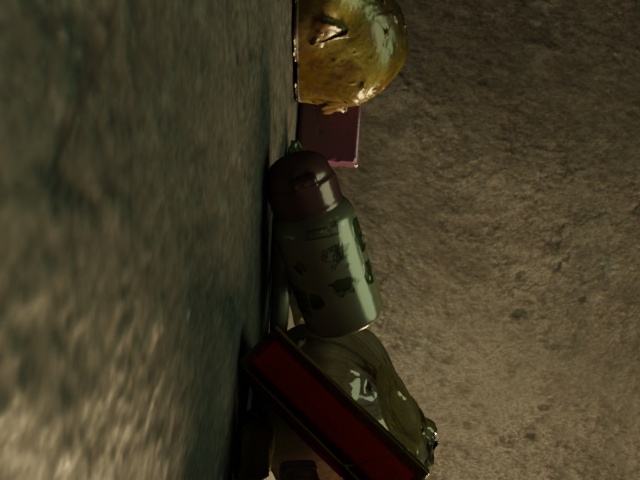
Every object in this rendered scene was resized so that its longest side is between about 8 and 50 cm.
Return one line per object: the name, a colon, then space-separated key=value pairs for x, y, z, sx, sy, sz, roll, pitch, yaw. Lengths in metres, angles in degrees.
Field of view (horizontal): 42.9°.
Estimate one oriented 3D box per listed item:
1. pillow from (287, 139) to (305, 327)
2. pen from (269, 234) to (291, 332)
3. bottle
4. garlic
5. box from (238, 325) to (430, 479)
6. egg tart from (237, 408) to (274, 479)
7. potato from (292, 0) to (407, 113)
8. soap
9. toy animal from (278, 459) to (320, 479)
pillow: x=-0.022 y=0.021 z=1.379 sx=0.280 sy=0.076 sz=0.274 roll=91 pitch=-5 yaw=-57
pen: x=-0.062 y=0.061 z=1.238 sx=0.040 sy=0.032 sz=0.233 roll=-141 pitch=-127 yaw=-64
bottle: x=0.000 y=0.000 z=1.114 sx=0.120 sy=0.121 sz=0.253 roll=-81 pitch=155 yaw=-66
garlic: x=0.028 y=0.267 z=1.198 sx=0.322 sy=0.241 sz=0.322 roll=49 pitch=3 yaw=-3
box: x=0.013 y=0.220 z=0.967 sx=0.074 sy=0.240 sz=0.153 roll=-44 pitch=165 yaw=-19
egg tart: x=-0.079 y=0.262 z=1.012 sx=0.105 sy=0.039 sz=0.105 roll=6 pitch=90 yaw=-87
potato: x=0.055 y=-0.374 z=1.394 sx=0.299 sy=0.196 sz=0.246 roll=88 pitch=5 yaw=-53
soap: x=0.019 y=-0.244 z=1.560 sx=0.065 sy=0.122 sz=0.203 roll=77 pitch=16 yaw=-84
toy animal: x=-0.015 y=0.362 z=0.939 sx=0.213 sy=0.195 sz=0.256 roll=-96 pitch=-177 yaw=-51
